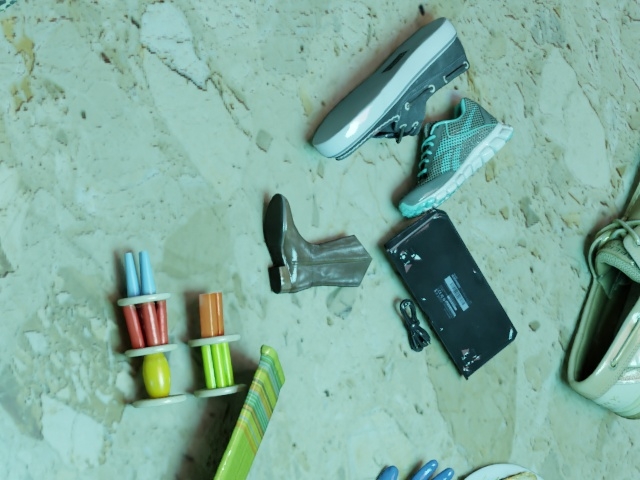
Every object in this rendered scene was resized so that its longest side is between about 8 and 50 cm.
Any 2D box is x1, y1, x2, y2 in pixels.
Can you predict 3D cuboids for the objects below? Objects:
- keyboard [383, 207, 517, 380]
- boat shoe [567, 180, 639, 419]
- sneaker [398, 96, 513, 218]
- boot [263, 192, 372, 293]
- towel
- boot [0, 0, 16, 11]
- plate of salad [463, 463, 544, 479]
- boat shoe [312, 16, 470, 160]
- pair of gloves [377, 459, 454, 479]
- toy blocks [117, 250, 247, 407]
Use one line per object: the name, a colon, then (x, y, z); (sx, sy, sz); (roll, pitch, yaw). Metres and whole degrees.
keyboard: (0.127, 0.065, 2.069); (0.108, 0.023, 0.180); (-38, 112, -14)
boat shoe: (0.366, 0.025, 2.192); (0.110, 0.122, 0.341); (26, 72, -31)
sneaker: (0.130, -0.090, 2.087); (0.076, 0.065, 0.166); (46, 60, 1)
boot: (0.000, 0.000, 1.990); (0.114, 0.037, 0.106); (-7, 102, -32)
towel: (-0.088, 0.220, 1.878); (0.021, 0.102, 0.237); (17, 70, 13)
boot: (-0.284, -0.338, 1.801); (0.236, 0.085, 0.178); (-45, 112, -23)
plate of salad: (0.204, 0.340, 2.090); (0.200, 0.048, 0.199); (4, 82, -35)
boat shoe: (0.082, -0.144, 2.044); (0.076, 0.080, 0.228); (54, 51, -16)
pair of gloves: (0.113, 0.329, 2.023); (0.159, 0.023, 0.198); (-41, 94, -22)
toy blocks: (-0.135, 0.080, 1.878); (0.123, 0.054, 0.148); (-7, 89, -35)
